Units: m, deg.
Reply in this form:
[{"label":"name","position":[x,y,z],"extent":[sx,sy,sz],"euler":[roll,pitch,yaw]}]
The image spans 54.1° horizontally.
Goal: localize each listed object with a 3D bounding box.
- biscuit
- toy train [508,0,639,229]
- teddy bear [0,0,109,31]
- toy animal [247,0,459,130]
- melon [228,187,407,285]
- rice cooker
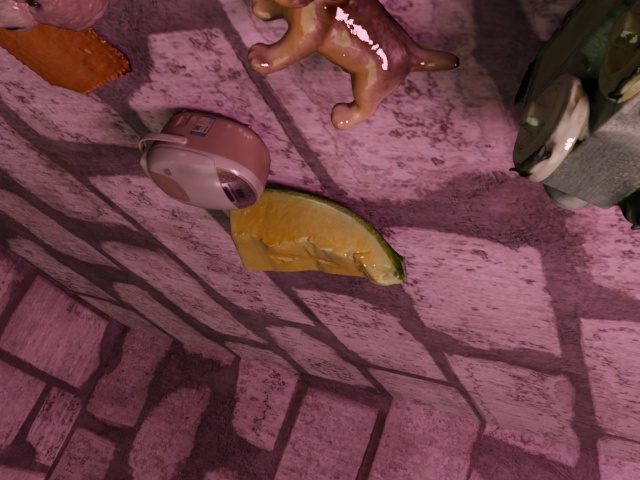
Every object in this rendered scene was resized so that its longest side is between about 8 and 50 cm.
[{"label":"biscuit","position":[-0.419,-0.306,0.931],"extent":[0.236,0.013,0.232],"euler":[-4,145,47]},{"label":"toy train","position":[0.264,-0.129,0.487],"extent":[0.159,0.188,0.272],"euler":[23,154,-2]},{"label":"teddy bear","position":[-0.351,-0.325,0.664],"extent":[0.267,0.151,0.236],"euler":[38,173,-26]},{"label":"toy animal","position":[0.008,-0.220,0.619],"extent":[0.168,0.121,0.233],"euler":[-16,140,40]},{"label":"melon","position":[0.000,0.000,1.080],"extent":[0.323,0.124,0.196],"euler":[9,155,15]},{"label":"rice cooker","position":[-0.176,-0.123,0.970],"extent":[0.206,0.127,0.145],"euler":[17,155,21]}]
